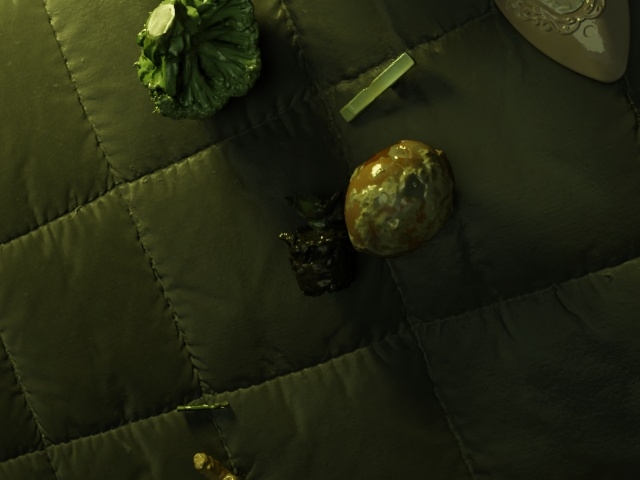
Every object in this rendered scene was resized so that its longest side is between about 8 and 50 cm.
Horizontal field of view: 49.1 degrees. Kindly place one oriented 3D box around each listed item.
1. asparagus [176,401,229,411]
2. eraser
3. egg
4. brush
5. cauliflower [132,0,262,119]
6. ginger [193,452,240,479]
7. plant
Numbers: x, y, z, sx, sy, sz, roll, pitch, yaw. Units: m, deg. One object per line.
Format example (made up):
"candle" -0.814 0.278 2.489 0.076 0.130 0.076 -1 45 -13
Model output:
"asparagus" -0.260 0.370 1.554 0.127 0.018 0.015 -8 56 17
"eraser" 0.440 -0.376 1.181 0.204 0.059 0.243 -32 84 20
"egg" 0.139 -0.071 1.262 0.195 0.195 0.233 45 117 7
"brush" 0.108 -0.289 1.325 0.178 0.030 0.033 -38 93 30
"cauliflower" -0.253 -0.370 1.313 0.272 0.250 0.275 -19 88 18
"ginger" -0.170 0.569 1.527 0.288 0.075 0.089 46 150 5
"plant" 0.000 0.000 1.350 0.142 0.131 0.203 -14 93 23
